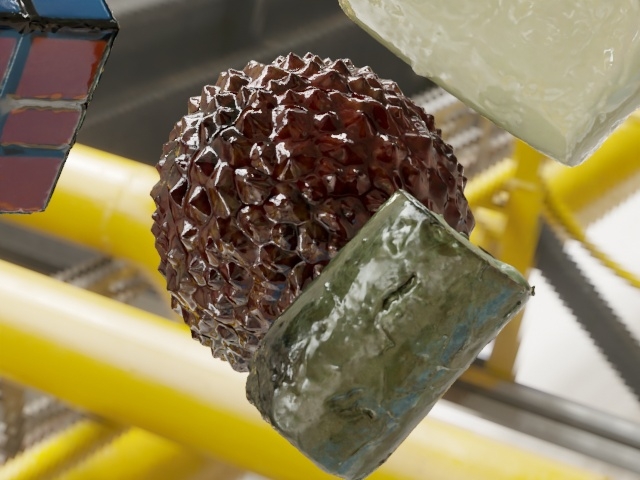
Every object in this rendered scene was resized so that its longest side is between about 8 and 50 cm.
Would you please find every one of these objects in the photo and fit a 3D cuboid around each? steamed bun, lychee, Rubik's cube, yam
[{"bbox_3d":[0.258,-0.341,1.904,0.290,0.371,0.456,-37,-23,-57],"label":"steamed bun"},{"bbox_3d":[0.000,0.000,2.426,0.424,0.424,0.500,-8,-110,-61],"label":"lychee"},{"bbox_3d":[-0.418,-0.214,2.017,0.283,0.288,0.293,1,-48,-35],"label":"Rubik's cube"},{"bbox_3d":[0.065,0.100,2.003,0.300,0.195,0.195,-48,-24,12],"label":"yam"}]
